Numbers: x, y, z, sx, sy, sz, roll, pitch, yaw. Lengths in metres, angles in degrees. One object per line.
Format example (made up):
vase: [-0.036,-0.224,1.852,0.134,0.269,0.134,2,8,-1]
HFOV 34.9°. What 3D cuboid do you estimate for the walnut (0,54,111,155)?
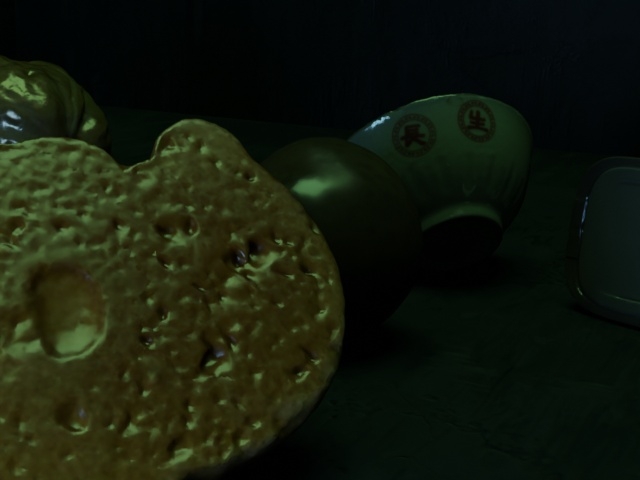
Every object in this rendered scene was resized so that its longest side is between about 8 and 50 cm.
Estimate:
walnut: [-0.562,-0.197,1.877,0.344,0.306,0.306,15,18,37]

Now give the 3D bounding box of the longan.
longan: [0.000,0.000,1.220,0.258,0.258,0.258,2,13,-1]

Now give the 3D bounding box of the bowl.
bowl: [0.181,-0.051,1.542,0.337,0.337,0.157,-2,53,-17]

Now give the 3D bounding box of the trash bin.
trash bin: [0.489,-0.001,1.415,0.219,0.219,0.250,16,12,40]

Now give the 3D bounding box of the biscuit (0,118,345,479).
biscuit: [-0.188,0.067,0.831,0.455,0.078,0.349,-8,61,-28]
